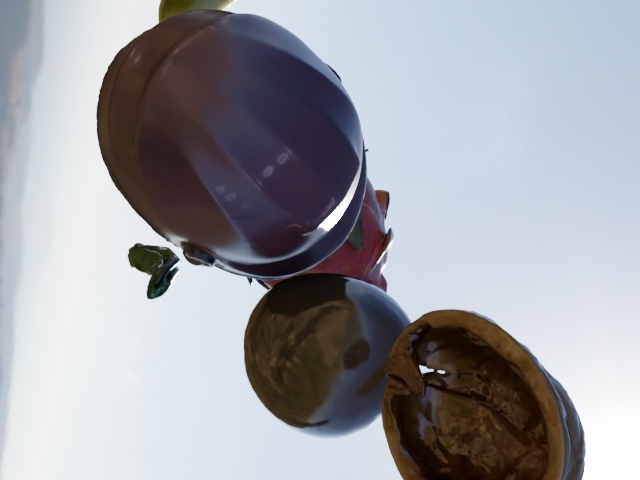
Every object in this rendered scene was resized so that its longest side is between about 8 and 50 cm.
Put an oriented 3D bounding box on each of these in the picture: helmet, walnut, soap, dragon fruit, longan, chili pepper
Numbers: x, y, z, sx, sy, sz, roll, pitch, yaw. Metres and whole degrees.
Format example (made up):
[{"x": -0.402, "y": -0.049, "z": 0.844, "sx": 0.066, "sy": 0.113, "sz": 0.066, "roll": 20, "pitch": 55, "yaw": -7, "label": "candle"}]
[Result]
[{"x": -0.077, "y": -0.108, "z": 1.245, "sx": 0.271, "sy": 0.338, "sz": 0.197, "roll": -52, "pitch": -170, "yaw": -11, "label": "helmet"}, {"x": 0.142, "y": 0.150, "z": 0.931, "sx": 0.211, "sy": 0.087, "sz": 0.167, "roll": 42, "pitch": -63, "yaw": 45, "label": "walnut"}, {"x": -0.126, "y": -0.295, "z": 1.359, "sx": 0.168, "sy": 0.033, "sz": 0.089, "roll": -38, "pitch": 156, "yaw": -30, "label": "soap"}, {"x": -0.003, "y": -0.005, "z": 1.567, "sx": 0.224, "sy": 0.224, "sz": 0.227, "roll": -177, "pitch": -99, "yaw": -78, "label": "dragon fruit"}, {"x": 0.007, "y": 0.129, "z": 1.300, "sx": 0.212, "sy": 0.198, "sz": 0.198, "roll": -15, "pitch": -118, "yaw": 53, "label": "longan"}, {"x": -0.259, "y": 0.044, "z": 1.840, "sx": 0.182, "sy": 0.073, "sz": 0.050, "roll": -142, "pitch": -137, "yaw": -66, "label": "chili pepper"}]
